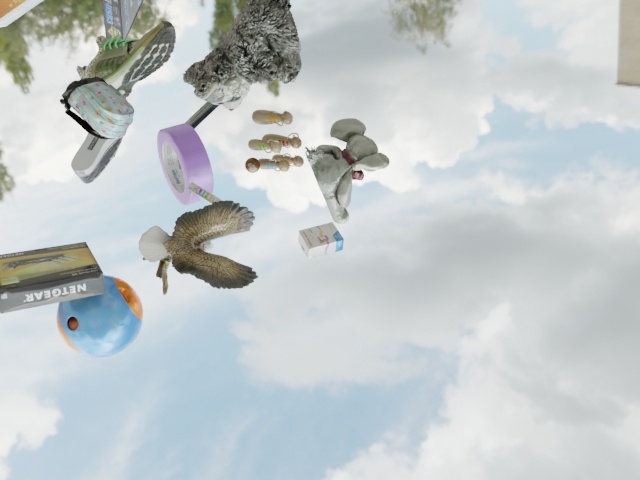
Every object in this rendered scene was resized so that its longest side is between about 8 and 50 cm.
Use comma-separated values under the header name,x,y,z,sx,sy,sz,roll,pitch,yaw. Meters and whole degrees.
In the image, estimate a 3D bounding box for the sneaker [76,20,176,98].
name,x,y,z,sx,sy,sz,roll,pitch,yaw
sneaker,-0.614,-0.561,1.987,0.410,0.182,0.158,-31,-177,27

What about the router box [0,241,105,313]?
name,x,y,z,sx,sy,sz,roll,pitch,yaw
router box,-0.867,0.109,2.068,0.308,0.081,0.243,-11,-150,-29

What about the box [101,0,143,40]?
name,x,y,z,sx,sy,sz,roll,pitch,yaw
box,-0.639,-0.858,2.154,0.073,0.295,0.293,16,-119,-5

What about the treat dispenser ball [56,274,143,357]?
name,x,y,z,sx,sy,sz,roll,pitch,yaw
treat dispenser ball,-0.764,0.261,2.272,0.288,0.288,0.288,-10,-149,6

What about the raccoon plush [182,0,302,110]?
name,x,y,z,sx,sy,sz,roll,pitch,yaw
raccoon plush,-0.233,-0.573,1.753,0.299,0.446,0.216,-13,-161,-17

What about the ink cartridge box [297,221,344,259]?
name,x,y,z,sx,sy,sz,roll,pitch,yaw
ink cartridge box,0.000,0.000,2.066,0.122,0.052,0.088,-16,-131,-20

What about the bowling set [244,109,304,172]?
name,x,y,z,sx,sy,sz,roll,pitch,yaw
bowling set,-0.159,-0.301,2.301,0.154,0.287,0.200,8,-121,25

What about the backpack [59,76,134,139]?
name,x,y,z,sx,sy,sz,roll,pitch,yaw
backpack,-0.608,-0.368,1.824,0.182,0.115,0.152,47,-140,9

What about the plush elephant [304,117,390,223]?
name,x,y,z,sx,sy,sz,roll,pitch,yaw
plush elephant,0.100,-0.269,2.282,0.255,0.330,0.272,-22,-118,3

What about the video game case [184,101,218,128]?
name,x,y,z,sx,sy,sz,roll,pitch,yaw
video game case,-0.479,-0.481,2.563,0.274,0.026,0.196,-45,-158,-2

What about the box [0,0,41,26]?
name,x,y,z,sx,sy,sz,roll,pitch,yaw
box,-0.825,-0.651,1.705,0.170,0.130,0.091,-25,-163,18

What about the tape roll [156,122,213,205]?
name,x,y,z,sx,sy,sz,roll,pitch,yaw
tape roll,-0.472,-0.264,2.279,0.090,0.275,0.275,-21,-150,-27

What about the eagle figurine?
name,x,y,z,sx,sy,sz,roll,pitch,yaw
eagle figurine,-0.343,0.020,1.881,0.298,0.226,0.225,-5,-145,24

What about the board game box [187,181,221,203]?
name,x,y,z,sx,sy,sz,roll,pitch,yaw
board game box,-0.357,-0.139,2.017,0.026,0.103,0.154,-59,-171,-4

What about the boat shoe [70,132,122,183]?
name,x,y,z,sx,sy,sz,roll,pitch,yaw
boat shoe,-0.752,-0.329,2.284,0.108,0.102,0.301,17,-116,12
